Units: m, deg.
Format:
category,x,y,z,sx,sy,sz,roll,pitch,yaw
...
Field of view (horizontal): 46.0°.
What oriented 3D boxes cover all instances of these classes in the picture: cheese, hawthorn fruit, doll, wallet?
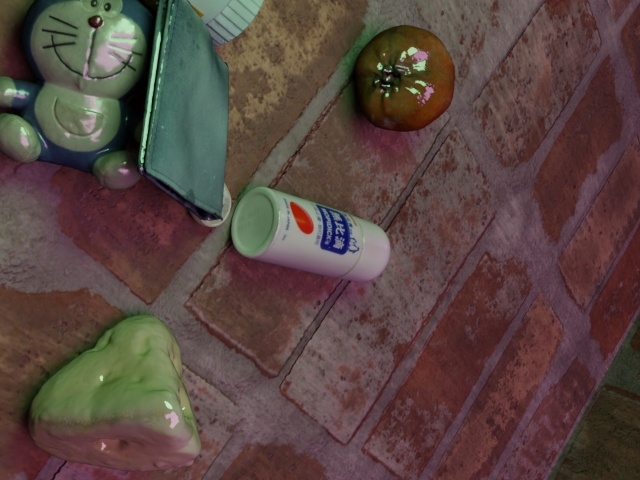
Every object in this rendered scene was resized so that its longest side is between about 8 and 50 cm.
category,x,y,z,sx,sy,sz,roll,pitch,yaw
cheese,-0.327,0.249,1.196,0.248,0.251,0.174,-15,135,0
hawthorn fruit,0.181,-0.306,1.455,0.251,0.199,0.199,-10,112,-56
doll,-0.316,-0.218,1.019,0.228,0.154,0.258,14,104,-15
wallet,-0.185,-0.175,1.086,0.290,0.054,0.251,58,34,-79

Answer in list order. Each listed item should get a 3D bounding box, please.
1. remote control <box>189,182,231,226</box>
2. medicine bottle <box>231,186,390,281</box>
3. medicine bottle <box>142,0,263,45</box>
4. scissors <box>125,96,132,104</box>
category,x,y,z,sx,sy,sz,roll,pitch,yaw
remote control,-0.212,-0.116,1.238,0.078,0.042,0.221,-48,132,-30
medicine bottle,0.000,0.000,1.418,0.341,0.130,0.130,17,93,-45
medicine bottle,-0.225,-0.414,1.041,0.318,0.158,0.158,33,81,-44
scissors,-0.279,-0.228,1.128,0.212,0.021,0.110,-60,174,3
